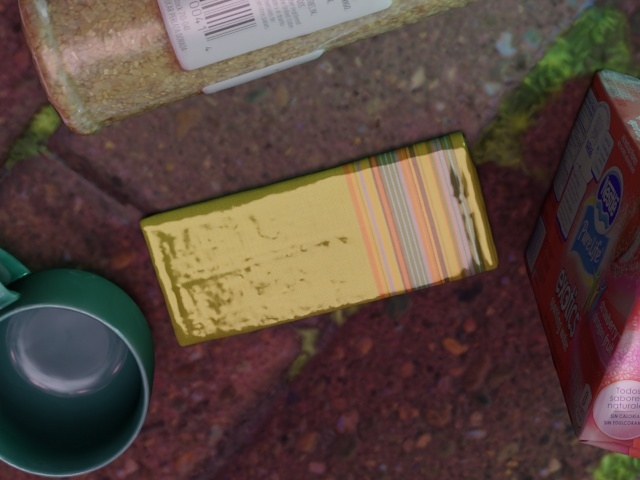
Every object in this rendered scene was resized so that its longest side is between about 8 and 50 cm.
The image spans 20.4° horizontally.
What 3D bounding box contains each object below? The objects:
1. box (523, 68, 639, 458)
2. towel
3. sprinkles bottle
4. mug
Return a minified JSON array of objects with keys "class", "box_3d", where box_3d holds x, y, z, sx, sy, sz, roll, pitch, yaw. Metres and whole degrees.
[{"class":"box","box_3d":[0.231,0.015,1.112,0.142,0.300,0.154,16,109,-6]},{"class":"towel","box_3d":[0.000,0.000,1.251,0.237,0.021,0.102,-14,105,5]},{"class":"sprinkles bottle","box_3d":[-0.009,-0.175,1.127,0.355,0.121,0.121,-17,111,5]},{"class":"mug","box_3d":[-0.180,0.072,1.231,0.129,0.097,0.158,1,110,-1]}]
